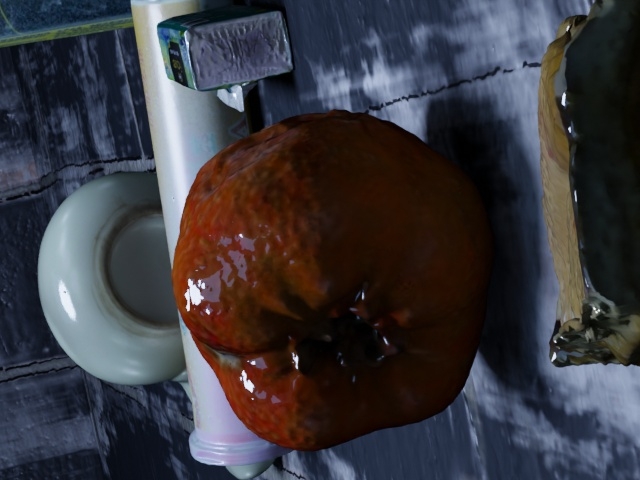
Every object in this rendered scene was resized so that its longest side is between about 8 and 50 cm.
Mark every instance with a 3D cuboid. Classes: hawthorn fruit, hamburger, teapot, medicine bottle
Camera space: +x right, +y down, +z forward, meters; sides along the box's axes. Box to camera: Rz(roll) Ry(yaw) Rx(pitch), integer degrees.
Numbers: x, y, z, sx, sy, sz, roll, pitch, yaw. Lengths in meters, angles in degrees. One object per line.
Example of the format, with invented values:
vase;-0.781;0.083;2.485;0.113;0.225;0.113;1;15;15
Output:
hawthorn fruit;0.000;0.000;1.132;0.243;0.207;0.207;-102;8;-55
hamburger;0.153;-0.021;0.715;0.207;0.135;0.155;78;-169;-72
teapot;-0.159;0.091;1.739;0.149;0.220;0.318;-21;81;63
medicine bottle;-0.092;-0.016;1.612;0.108;0.108;0.426;-148;49;-69

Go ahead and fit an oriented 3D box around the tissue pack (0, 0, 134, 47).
tissue pack;-0.275;-0.288;1.740;0.081;0.257;0.185;162;96;-73

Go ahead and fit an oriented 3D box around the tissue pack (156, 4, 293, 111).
tissue pack;-0.078;-0.148;1.469;0.111;0.085;0.079;-152;50;-70
